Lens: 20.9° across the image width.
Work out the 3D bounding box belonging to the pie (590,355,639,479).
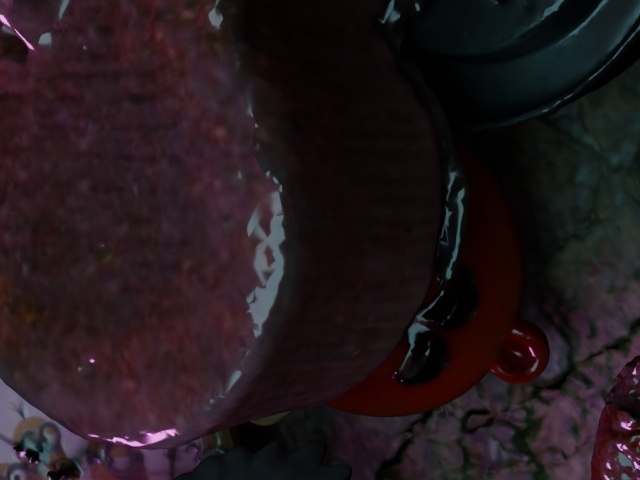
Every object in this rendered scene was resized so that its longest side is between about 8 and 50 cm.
[{"bbox_3d":[0.174,0.099,0.685,0.154,0.036,0.154,13,114,32],"label":"pie"}]

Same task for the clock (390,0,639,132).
[{"bbox_3d":[0.061,-0.134,0.660,0.184,0.040,0.184,7,103,34],"label":"clock"}]

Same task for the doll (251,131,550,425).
[{"bbox_3d":[0.000,0.000,0.743,0.217,0.085,0.183,44,115,23],"label":"doll"}]

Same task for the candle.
[{"bbox_3d":[-0.094,-0.089,0.673,0.287,0.131,0.317,7,97,38],"label":"candle"}]

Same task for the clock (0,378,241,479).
[{"bbox_3d":[-0.129,0.120,0.899,0.237,0.057,0.237,5,102,28],"label":"clock"}]

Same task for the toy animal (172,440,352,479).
[{"bbox_3d":[-0.176,0.104,0.730,0.225,0.302,0.284,-36,87,31],"label":"toy animal"}]
